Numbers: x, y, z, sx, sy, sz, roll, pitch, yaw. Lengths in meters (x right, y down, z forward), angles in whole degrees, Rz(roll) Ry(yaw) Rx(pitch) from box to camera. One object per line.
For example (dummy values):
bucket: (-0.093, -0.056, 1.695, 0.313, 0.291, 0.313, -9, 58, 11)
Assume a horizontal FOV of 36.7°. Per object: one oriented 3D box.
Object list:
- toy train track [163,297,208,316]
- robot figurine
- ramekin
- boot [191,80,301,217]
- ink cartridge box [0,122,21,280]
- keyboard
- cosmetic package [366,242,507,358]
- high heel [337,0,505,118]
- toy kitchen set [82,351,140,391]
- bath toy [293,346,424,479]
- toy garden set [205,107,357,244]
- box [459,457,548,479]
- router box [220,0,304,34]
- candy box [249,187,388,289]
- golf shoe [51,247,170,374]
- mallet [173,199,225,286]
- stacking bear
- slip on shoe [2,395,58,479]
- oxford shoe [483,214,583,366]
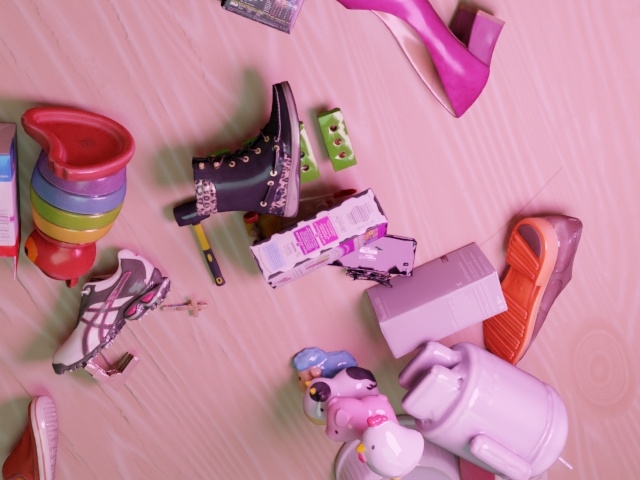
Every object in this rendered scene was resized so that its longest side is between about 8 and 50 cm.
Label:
toy train track: (-0.254, 0.123, 1.813, 0.083, 0.014, 0.048, -4, 127, -3)
robot figurine: (0.318, 0.324, 1.813, 0.353, 0.300, 0.200, 29, 120, -17)
ramekin: (0.175, 0.515, 2.058, 0.273, 0.127, 0.273, -5, 120, -9)
boot: (-0.124, -0.143, 1.595, 0.179, 0.085, 0.236, -3, 116, -7)
ink cartridge box: (-0.535, -0.063, 1.577, 0.078, 0.134, 0.231, 0, 119, -13)
keyboard: (0.084, 0.031, 1.826, 0.192, 0.038, 0.100, 9, 94, -14)
cosmetic package: (0.219, 0.113, 1.839, 0.238, 0.127, 0.107, -23, 121, 0)
high heel: (0.124, -0.324, 1.562, 0.377, 0.127, 0.181, 15, 105, -23)
toy kitchen set: (-0.405, 0.229, 1.829, 0.083, 0.068, 0.075, 42, 77, -28)
bath toy: (0.060, 0.315, 1.793, 0.151, 0.348, 0.129, -37, 120, -7)
toy garden set: (-0.055, -0.108, 1.704, 0.244, 0.049, 0.203, -20, 119, -1)
box: (0.386, 0.458, 2.046, 0.149, 0.127, 0.232, -23, 124, -25)
router box: (-0.087, -0.394, 1.536, 0.122, 0.038, 0.092, 17, 115, -21)
candy box: (0.000, 0.000, 1.700, 0.233, 0.159, 0.071, -27, 81, -2)
golf shoe: (-0.399, 0.130, 1.752, 0.273, 0.105, 0.120, -41, 101, 8)
mallet: (-0.218, 0.010, 1.745, 0.062, 0.039, 0.189, -12, 125, -4)
stacking bear: (-0.413, -0.055, 1.599, 0.164, 0.175, 0.289, -10, 136, -38)
slip on shoe: (-0.566, 0.439, 1.873, 0.101, 0.123, 0.331, 8, 122, -11)
oxford shoe: (0.421, 0.109, 1.882, 0.133, 0.130, 0.363, -11, 134, -28)
